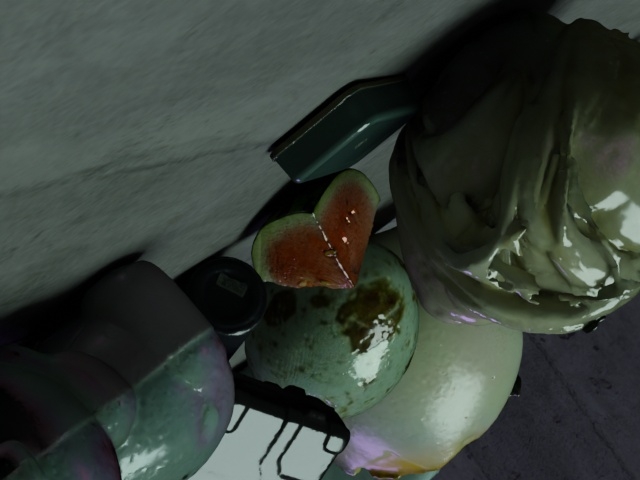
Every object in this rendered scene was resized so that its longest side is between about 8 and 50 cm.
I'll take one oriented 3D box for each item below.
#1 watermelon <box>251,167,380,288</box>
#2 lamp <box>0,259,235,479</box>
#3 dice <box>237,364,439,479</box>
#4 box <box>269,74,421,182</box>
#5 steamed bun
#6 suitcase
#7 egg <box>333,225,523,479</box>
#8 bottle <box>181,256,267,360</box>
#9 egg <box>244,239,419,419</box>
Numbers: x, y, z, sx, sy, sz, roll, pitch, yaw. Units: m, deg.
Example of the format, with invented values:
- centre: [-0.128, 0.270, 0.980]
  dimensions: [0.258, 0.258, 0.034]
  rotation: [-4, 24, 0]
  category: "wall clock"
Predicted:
- centre: [0.000, 0.000, 1.577]
  dimensions: [0.125, 0.094, 0.135]
  rotation: [-29, 169, 0]
  category: "watermelon"
- centre: [-0.187, 0.179, 1.350]
  dimensions: [0.247, 0.247, 0.301]
  rotation: [-38, 180, 42]
  category: "lamp"
- centre: [-0.015, 0.282, 2.573]
  dimensions: [0.262, 0.268, 0.264]
  rotation: [-29, 169, -40]
  category: "dice"
- centre: [0.022, -0.082, 1.397]
  dimensions: [0.091, 0.031, 0.126]
  rotation: [-38, 173, 22]
  category: "box"
- centre: [0.161, -0.074, 1.484]
  dimensions: [0.268, 0.207, 0.280]
  rotation: [-41, -156, -16]
  category: "steamed bun"
- centre: [-0.127, 0.197, 1.640]
  dimensions: [0.285, 0.066, 0.206]
  rotation: [23, 103, -40]
  category: "suitcase"
- centre: [0.069, 0.110, 2.038]
  dimensions: [0.286, 0.264, 0.174]
  rotation: [-44, 155, 13]
  category: "egg"
- centre: [-0.112, 0.088, 1.702]
  dimensions: [0.082, 0.072, 0.244]
  rotation: [-55, -179, -24]
  category: "bottle"
- centre: [0.015, 0.083, 1.862]
  dimensions: [0.169, 0.169, 0.231]
  rotation: [-30, 164, -33]
  category: "egg"
